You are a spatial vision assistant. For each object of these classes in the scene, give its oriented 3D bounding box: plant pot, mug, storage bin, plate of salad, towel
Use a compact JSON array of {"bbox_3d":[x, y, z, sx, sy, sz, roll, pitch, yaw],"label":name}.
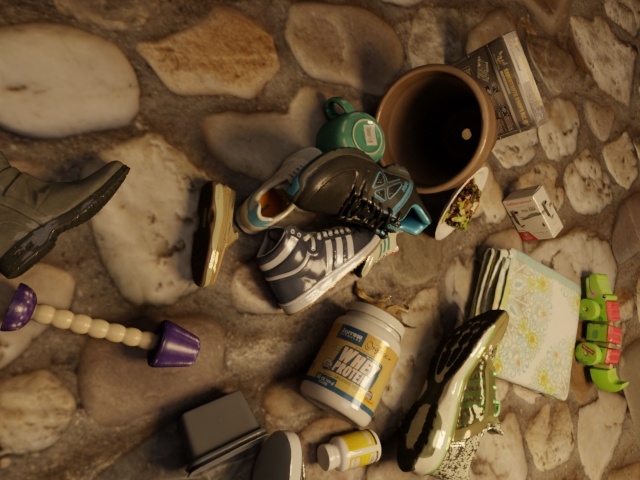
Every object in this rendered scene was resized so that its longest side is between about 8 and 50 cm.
[{"bbox_3d":[0.284,-0.244,1.044,0.229,0.263,0.263,-14,92,-49],"label":"plant pot"},{"bbox_3d":[0.061,-0.211,0.972,0.158,0.097,0.129,39,67,-22],"label":"mug"},{"bbox_3d":[-0.171,0.318,0.785,0.135,0.098,0.091,-14,64,-31],"label":"storage bin"},{"bbox_3d":[0.334,-0.078,1.083,0.048,0.200,0.200,39,58,24],"label":"plate of salad"},{"bbox_3d":[0.534,0.216,1.218,0.374,0.090,0.320,24,76,-27],"label":"towel"}]

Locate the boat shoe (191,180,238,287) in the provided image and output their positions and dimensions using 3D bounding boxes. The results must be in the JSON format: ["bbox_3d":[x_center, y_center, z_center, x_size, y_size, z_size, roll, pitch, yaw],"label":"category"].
[{"bbox_3d":[-0.177,-0.009,0.828,0.072,0.068,0.190,15,76,-41],"label":"boat shoe"}]

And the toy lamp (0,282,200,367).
[{"bbox_3d":[-0.320,0.138,0.715,0.275,0.080,0.080,22,74,-28],"label":"toy lamp"}]

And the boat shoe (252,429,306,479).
[{"bbox_3d":[-0.055,0.484,0.816,0.105,0.113,0.306,9,82,-36],"label":"boat shoe"}]

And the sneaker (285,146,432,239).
[{"bbox_3d":[0.089,-0.078,0.857,0.341,0.125,0.139,-4,55,-45],"label":"sneaker"}]

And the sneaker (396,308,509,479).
[{"bbox_3d":[0.327,0.343,1.022,0.182,0.158,0.410,35,75,-7],"label":"sneaker"}]

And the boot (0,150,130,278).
[{"bbox_3d":[-0.418,-0.078,0.684,0.161,0.083,0.246,47,62,-12],"label":"boot"}]

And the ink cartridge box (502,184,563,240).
[{"bbox_3d":[0.569,-0.071,1.260,0.056,0.099,0.135,-40,104,-27],"label":"ink cartridge box"}]

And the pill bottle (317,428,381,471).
[{"bbox_3d":[0.055,0.412,0.916,0.116,0.065,0.065,1,84,-31],"label":"pill bottle"}]

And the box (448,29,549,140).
[{"bbox_3d":[0.434,-0.367,1.165,0.056,0.183,0.231,-31,99,-30],"label":"box"}]

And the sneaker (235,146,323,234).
[{"bbox_3d":[-0.058,-0.100,0.892,0.087,0.092,0.228,48,62,-16],"label":"sneaker"}]

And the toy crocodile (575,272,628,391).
[{"bbox_3d":[0.828,0.265,1.374,0.115,0.105,0.340,11,78,-30],"label":"toy crocodile"}]

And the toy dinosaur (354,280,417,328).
[{"bbox_3d":[0.140,0.148,0.962,0.093,0.183,0.053,9,109,-45],"label":"toy dinosaur"}]

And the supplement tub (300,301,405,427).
[{"bbox_3d":[0.066,0.233,0.896,0.144,0.144,0.199,39,66,-21],"label":"supplement tub"}]

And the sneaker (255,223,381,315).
[{"bbox_3d":[0.000,0.000,0.912,0.282,0.099,0.153,-41,107,-25],"label":"sneaker"}]

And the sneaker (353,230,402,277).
[{"bbox_3d":[0.132,0.020,1.011,0.075,0.057,0.161,35,65,-17],"label":"sneaker"}]
